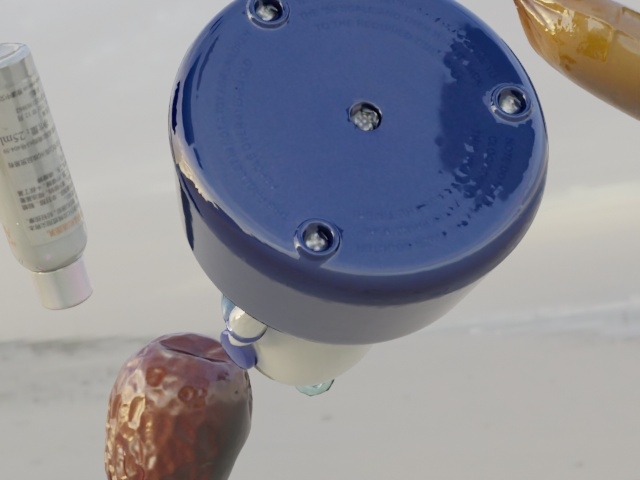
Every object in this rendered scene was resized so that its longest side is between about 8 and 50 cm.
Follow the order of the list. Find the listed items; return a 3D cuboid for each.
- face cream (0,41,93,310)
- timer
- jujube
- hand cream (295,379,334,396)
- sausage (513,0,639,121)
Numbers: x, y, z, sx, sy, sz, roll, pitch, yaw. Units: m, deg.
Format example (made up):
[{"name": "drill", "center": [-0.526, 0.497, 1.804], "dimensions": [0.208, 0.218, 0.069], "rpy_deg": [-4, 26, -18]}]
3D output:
[{"name": "face cream", "center": [-0.284, -0.056, 1.588], "dimensions": [0.082, 0.269, 0.082], "rpy_deg": [-11, 23, 5]}, {"name": "timer", "center": [0.000, 0.000, 1.276], "dimensions": [0.270, 0.270, 0.383], "rpy_deg": [-7, -26, -15]}, {"name": "jujube", "center": [-0.157, 0.217, 1.745], "dimensions": [0.168, 0.236, 0.168], "rpy_deg": [11, 17, -4]}, {"name": "hand cream", "center": [-0.006, 0.116, 2.043], "dimensions": [0.085, 0.058, 0.331], "rpy_deg": [-22, 13, 7]}, {"name": "sausage", "center": [0.338, -0.184, 1.713], "dimensions": [0.328, 0.112, 0.112], "rpy_deg": [27, -7, -3]}]
